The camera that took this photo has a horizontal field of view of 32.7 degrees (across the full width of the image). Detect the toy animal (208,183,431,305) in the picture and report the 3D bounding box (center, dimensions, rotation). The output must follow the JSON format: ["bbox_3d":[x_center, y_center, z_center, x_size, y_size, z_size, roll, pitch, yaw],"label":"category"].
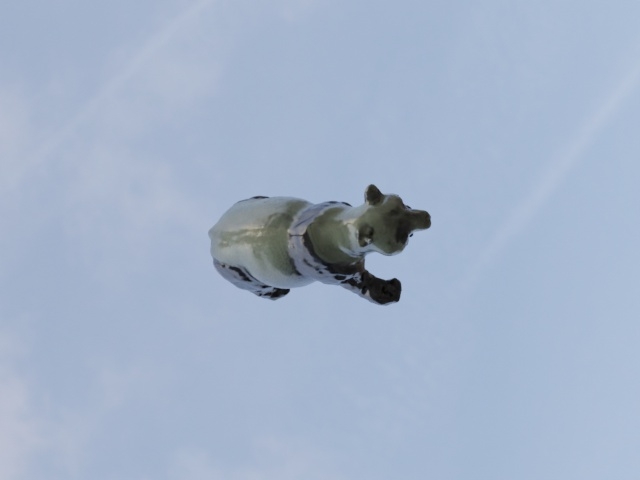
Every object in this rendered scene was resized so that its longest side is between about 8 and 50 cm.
[{"bbox_3d":[0.000,0.000,0.959,0.121,0.225,0.094,24,-108,-46],"label":"toy animal"}]
